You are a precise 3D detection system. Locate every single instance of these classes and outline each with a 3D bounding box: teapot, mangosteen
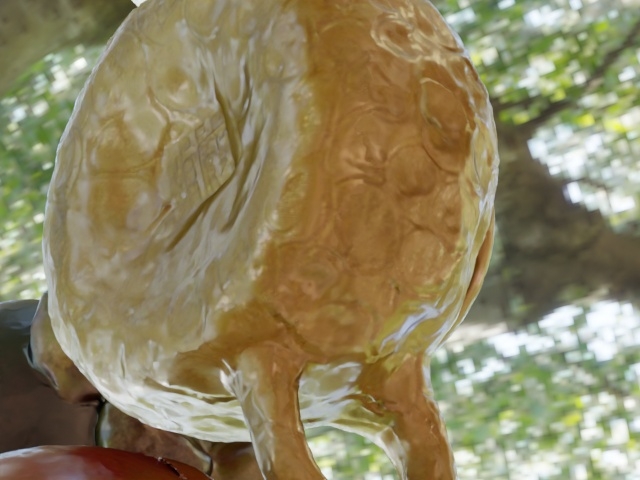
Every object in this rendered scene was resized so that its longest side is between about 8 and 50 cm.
[{"bbox_3d":[0.000,0.000,0.792,0.167,0.203,0.311,22,-143,-39],"label":"teapot"},{"bbox_3d":[-0.144,0.148,1.233,0.275,0.302,0.275,37,-152,-23],"label":"mangosteen"}]

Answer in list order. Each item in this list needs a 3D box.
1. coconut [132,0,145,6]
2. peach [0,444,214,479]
[{"bbox_3d":[-0.056,-0.234,1.240,0.224,0.234,0.224,-9,-90,-73],"label":"coconut"},{"bbox_3d":[-0.099,0.163,0.671,0.197,0.197,0.197,10,-107,-34],"label":"peach"}]
